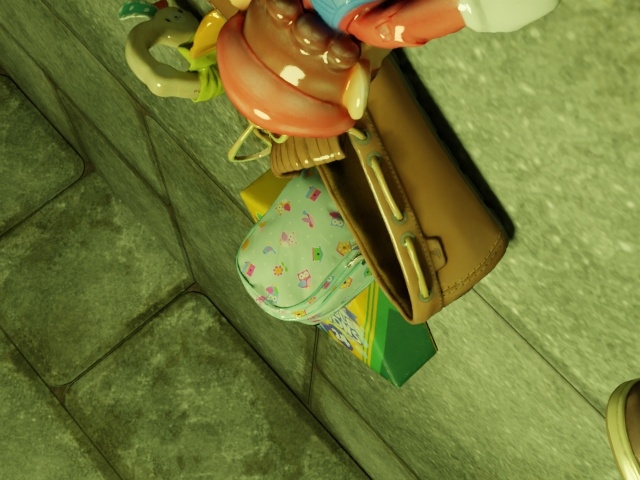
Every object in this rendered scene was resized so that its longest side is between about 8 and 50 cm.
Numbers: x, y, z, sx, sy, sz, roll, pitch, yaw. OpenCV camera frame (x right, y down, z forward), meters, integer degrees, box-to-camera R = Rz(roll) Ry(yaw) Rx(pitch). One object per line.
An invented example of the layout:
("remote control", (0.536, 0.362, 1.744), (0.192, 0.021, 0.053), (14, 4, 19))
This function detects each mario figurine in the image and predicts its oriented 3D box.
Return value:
("mario figurine", (0.034, -0.193, 0.525), (0.320, 0.170, 0.198), (124, 143, -58))

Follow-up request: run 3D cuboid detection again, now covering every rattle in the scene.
("rattle", (-0.167, -0.266, 0.962), (0.143, 0.130, 0.200), (95, 161, -53))

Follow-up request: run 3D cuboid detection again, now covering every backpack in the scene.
("backpack", (0.000, 0.000, 0.870), (0.152, 0.182, 0.115), (45, -171, 30))

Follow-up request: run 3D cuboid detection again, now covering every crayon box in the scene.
("crayon box", (0.018, 0.026, 1.084), (0.203, 0.083, 0.323), (32, 156, 46))

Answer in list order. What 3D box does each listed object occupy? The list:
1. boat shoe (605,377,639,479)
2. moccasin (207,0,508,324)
("boat shoe", (0.361, 0.234, 0.625), (0.342, 0.123, 0.123), (55, 135, 13))
("moccasin", (0.005, -0.094, 0.734), (0.380, 0.147, 0.139), (55, 165, -15))
